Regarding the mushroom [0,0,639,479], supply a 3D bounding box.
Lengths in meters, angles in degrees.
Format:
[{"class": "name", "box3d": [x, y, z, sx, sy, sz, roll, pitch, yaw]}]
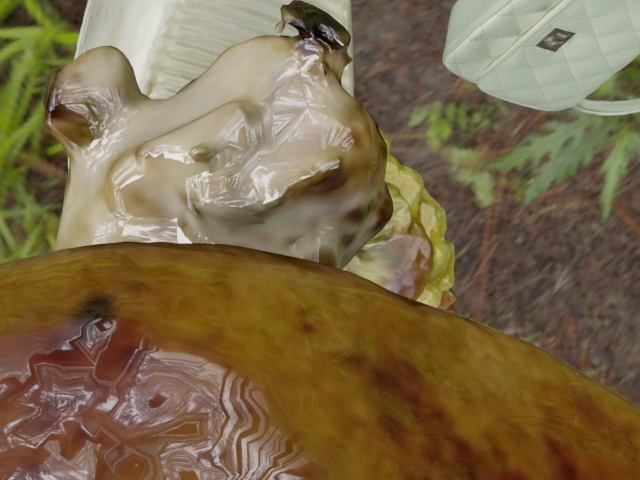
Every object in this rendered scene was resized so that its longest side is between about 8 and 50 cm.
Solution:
[{"class": "mushroom", "box3d": [-0.011, 0.123, 0.499, 0.346, 0.259, 0.345, -2, 132, -2]}]

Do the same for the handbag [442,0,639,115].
[{"class": "handbag", "box3d": [0.249, -0.185, 1.494, 0.219, 0.079, 0.256, 21, 150, -19]}]

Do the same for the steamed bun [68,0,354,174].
[{"class": "steamed bun", "box3d": [-0.121, -0.137, 1.630, 0.236, 0.247, 0.383, 23, 111, 54]}]

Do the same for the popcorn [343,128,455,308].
[{"class": "popcorn", "box3d": [0.002, 0.002, 1.397, 0.189, 0.169, 0.218, -41, 90, -2]}]

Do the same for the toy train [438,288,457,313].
[{"class": "toy train", "box3d": [0.110, 0.114, 1.539, 0.176, 0.118, 0.074, 45, 131, 11]}]
